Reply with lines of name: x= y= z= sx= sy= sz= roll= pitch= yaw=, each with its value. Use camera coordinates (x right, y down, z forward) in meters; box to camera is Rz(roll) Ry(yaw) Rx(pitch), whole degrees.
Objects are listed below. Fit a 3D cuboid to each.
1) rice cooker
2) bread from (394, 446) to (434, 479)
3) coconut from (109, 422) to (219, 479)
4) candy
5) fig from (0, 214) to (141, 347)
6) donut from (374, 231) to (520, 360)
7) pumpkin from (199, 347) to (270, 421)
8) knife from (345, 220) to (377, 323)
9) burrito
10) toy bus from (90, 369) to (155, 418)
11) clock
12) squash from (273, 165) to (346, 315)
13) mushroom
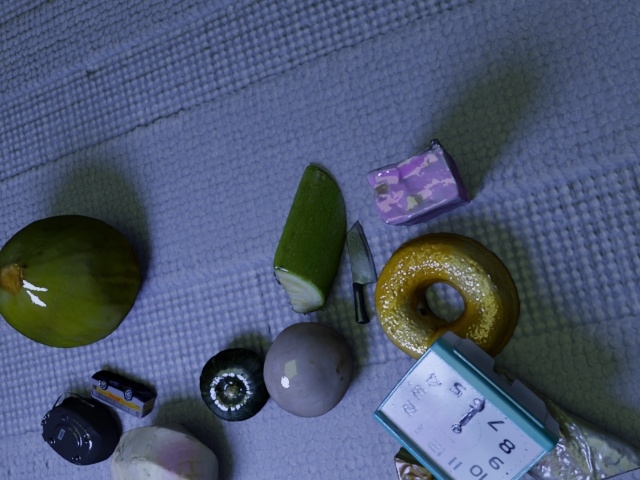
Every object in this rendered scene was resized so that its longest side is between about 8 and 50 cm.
rice cooker: x=-0.610 y=0.480 z=1.468 sx=0.203 sy=0.118 sz=0.142 roll=28 pitch=97 yaw=15
bread: x=0.186 y=0.518 z=1.207 sx=0.084 sy=0.074 sz=0.139 roll=13 pitch=94 yaw=19
coconut: x=-0.355 y=0.532 z=1.323 sx=0.259 sy=0.259 sz=0.259 roll=-1 pitch=87 yaw=20
candy: x=0.197 y=-0.101 z=1.133 sx=0.155 sy=0.265 sz=0.116 roll=-25 pitch=83 yaw=17
fig: x=-0.612 y=0.096 z=1.370 sx=0.343 sy=0.343 sz=0.343 roll=-1 pitch=87 yaw=20
donut: x=0.249 y=0.126 z=1.185 sx=0.303 sy=0.110 sz=0.303 roll=-1 pitch=87 yaw=21
pumpkin: x=-0.194 y=0.327 z=1.325 sx=0.167 sy=0.125 sz=0.167 roll=-5 pitch=75 yaw=20
knife: x=0.093 y=0.069 z=1.291 sx=0.060 sy=0.028 sz=0.230 roll=-9 pitch=81 yaw=7
burrito: x=0.433 y=0.380 z=1.112 sx=0.347 sy=0.107 sz=0.175 roll=26 pitch=112 yaw=21
toy bus: x=-0.503 y=0.389 z=1.469 sx=0.172 sy=0.057 sz=0.072 roll=16 pitch=102 yaw=20
clock: x=0.269 y=0.328 z=1.077 sx=0.262 sy=0.116 sz=0.231 roll=41 pitch=118 yaw=16
squash: x=0.000 y=0.000 z=1.321 sx=0.111 sy=0.203 sz=0.289 roll=4 pitch=54 yaw=20
mushroom: x=-0.038 y=0.274 z=1.257 sx=0.204 sy=0.204 sz=0.204 roll=-1 pitch=87 yaw=20
